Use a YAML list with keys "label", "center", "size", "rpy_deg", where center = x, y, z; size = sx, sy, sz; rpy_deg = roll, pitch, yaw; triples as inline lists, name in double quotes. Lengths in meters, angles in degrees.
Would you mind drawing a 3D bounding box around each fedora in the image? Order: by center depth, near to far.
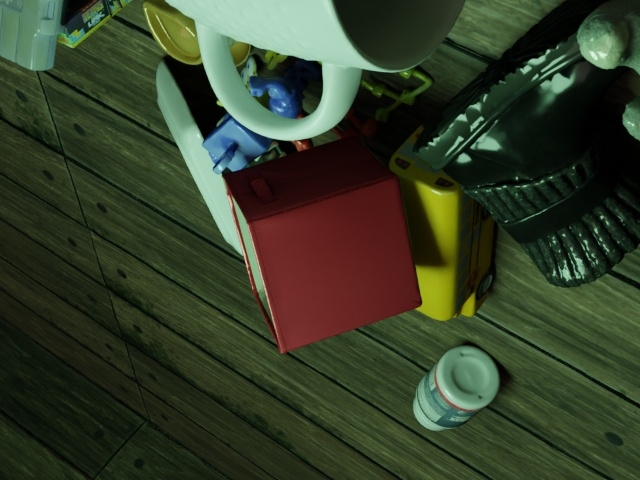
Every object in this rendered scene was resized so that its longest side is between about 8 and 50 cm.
- label: "fedora"
  center: [-0.191, -0.316, 1.393]
  size: [0.194, 0.079, 0.194]
  rpy_deg: [30, 148, 21]

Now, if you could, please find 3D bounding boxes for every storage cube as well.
- label: "storage cube"
  center: [0.000, 0.000, 1.245]
  size: [0.184, 0.193, 0.215]
  rpy_deg: [-125, 19, -64]

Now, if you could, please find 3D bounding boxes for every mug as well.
- label: "mug"
  center: [-0.043, -0.288, 1.006]
  size: [0.328, 0.276, 0.374]
  rpy_deg: [18, 118, 35]

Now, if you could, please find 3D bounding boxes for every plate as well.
- label: "plate"
  center: [-0.187, -0.120, 1.543]
  size: [0.278, 0.045, 0.277]
  rpy_deg: [67, 175, -37]

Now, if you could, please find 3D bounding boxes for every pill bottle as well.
- label: "pill bottle"
  center: [0.221, 0.256, 1.631]
  size: [0.108, 0.108, 0.180]
  rpy_deg: [38, 151, 7]

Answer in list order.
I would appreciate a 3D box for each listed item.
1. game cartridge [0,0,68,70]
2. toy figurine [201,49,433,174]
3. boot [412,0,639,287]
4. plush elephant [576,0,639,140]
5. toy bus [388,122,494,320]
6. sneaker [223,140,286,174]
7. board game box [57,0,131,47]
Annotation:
- label: "game cartridge"
  center: [-0.444, -0.445, 1.386]
  size: [0.230, 0.068, 0.355]
  rpy_deg: [25, 115, 21]
- label: "toy figurine"
  center: [-0.049, -0.153, 1.300]
  size: [0.191, 0.217, 0.362]
  rpy_deg: [49, 151, -12]
- label: "boot"
  center: [0.291, -0.105, 1.044]
  size: [0.260, 0.131, 0.348]
  rpy_deg: [41, 144, -8]
- label: "plush elephant"
  center: [0.394, -0.086, 0.779]
  size: [0.271, 0.255, 0.330]
  rpy_deg: [-27, 121, 28]
- label: "toy bus"
  center: [0.167, -0.005, 1.326]
  size: [0.108, 0.130, 0.333]
  rpy_deg: [27, 147, 25]
- label: "sneaker"
  center: [-0.045, -0.070, 1.504]
  size: [0.121, 0.108, 0.302]
  rpy_deg: [-18, 107, 52]
- label: "board game box"
  center: [-0.397, -0.379, 1.493]
  size: [0.170, 0.141, 0.048]
  rpy_deg: [26, 147, 25]
